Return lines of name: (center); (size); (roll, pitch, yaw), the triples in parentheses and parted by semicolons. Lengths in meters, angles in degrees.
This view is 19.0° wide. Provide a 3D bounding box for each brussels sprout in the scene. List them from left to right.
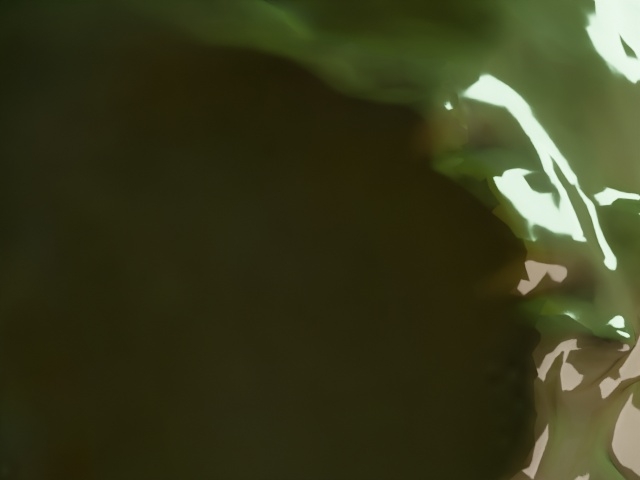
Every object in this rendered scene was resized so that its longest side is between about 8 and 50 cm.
brussels sprout: (0.000, 0.000, 0.512); (0.344, 0.344, 0.268); (-158, -118, -81)
